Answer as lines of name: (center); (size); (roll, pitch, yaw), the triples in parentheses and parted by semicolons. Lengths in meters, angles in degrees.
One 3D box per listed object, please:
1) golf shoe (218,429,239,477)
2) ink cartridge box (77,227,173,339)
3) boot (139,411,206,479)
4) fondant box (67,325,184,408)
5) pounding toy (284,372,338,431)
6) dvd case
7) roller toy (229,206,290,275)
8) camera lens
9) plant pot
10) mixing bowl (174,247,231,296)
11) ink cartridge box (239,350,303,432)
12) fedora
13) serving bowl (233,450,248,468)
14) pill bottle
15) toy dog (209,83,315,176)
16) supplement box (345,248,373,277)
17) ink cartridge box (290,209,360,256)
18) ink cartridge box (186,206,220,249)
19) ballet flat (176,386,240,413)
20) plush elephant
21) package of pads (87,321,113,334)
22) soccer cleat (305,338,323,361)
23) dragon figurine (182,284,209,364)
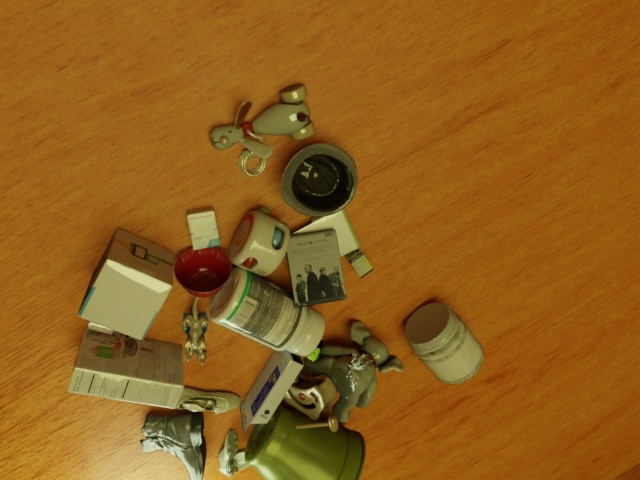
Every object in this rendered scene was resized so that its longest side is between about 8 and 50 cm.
golf shoe: (-0.365, 0.819, 2.087); (0.069, 0.086, 0.176); (5, 87, -59)
ink cartridge box: (-0.577, 0.123, 1.634); (0.197, 0.270, 0.198); (27, 101, -22)
boot: (-0.544, 0.772, 2.008); (0.223, 0.118, 0.338); (-1, 109, -6)
fondant box: (-0.619, 0.410, 1.755); (0.330, 0.238, 0.096); (18, 107, -21)
pounding toy: (-0.047, 0.569, 1.939); (0.155, 0.270, 0.154); (-28, 129, -44)
dvd case: (-0.017, 0.093, 1.799); (0.179, 0.029, 0.238); (-8, 85, -13)
roller toy: (-0.192, 0.013, 1.743); (0.146, 0.191, 0.209); (26, 102, -24)
camera lens: (0.476, 0.398, 2.071); (0.219, 0.219, 0.274); (-41, 116, 3)
plant pot: (-0.081, 0.804, 2.033); (0.353, 0.366, 0.366); (35, 99, -12)
mixing bowl: (-0.380, 0.117, 1.761); (0.182, 0.181, 0.098); (-7, 145, -13)
ink cartridge box: (-0.183, 0.531, 1.968); (0.065, 0.165, 0.332); (28, 102, -23)
fedora: (-0.015, -0.205, 1.742); (0.275, 0.124, 0.243); (17, 108, -30)
serving bowl: (-0.313, 0.863, 2.140); (0.083, 0.027, 0.083); (-6, 112, -14)
pill bottle: (-0.175, 0.250, 1.833); (0.361, 0.204, 0.204); (31, 100, -27)
toy dog: (-0.155, -0.340, 1.629); (0.334, 0.161, 0.220); (-40, 116, 2)
supplement box: (0.134, 0.074, 1.919); (0.056, 0.083, 0.083); (-35, 117, 0)
ink cartridge box: (0.000, 0.000, 1.868); (0.235, 0.056, 0.171); (-27, 116, -2)
ink cartridge box: (-0.379, -0.041, 1.746); (0.089, 0.052, 0.122); (-11, 115, -12)
ballet flat: (-0.409, 0.598, 1.977); (0.249, 0.086, 0.086); (13, 107, -20)
plush elephant: (0.146, 0.458, 2.008); (0.255, 0.272, 0.330); (-23, 160, -45)
package of pads: (-0.721, 0.277, 1.777); (0.083, 0.050, 0.032); (21, 104, -23)
soccer cleat: (-0.014, 0.366, 1.942); (0.060, 0.179, 0.072); (31, 109, -7)
dragon figurine: (-0.427, 0.292, 1.846); (0.085, 0.144, 0.289); (-1, 92, -14)
